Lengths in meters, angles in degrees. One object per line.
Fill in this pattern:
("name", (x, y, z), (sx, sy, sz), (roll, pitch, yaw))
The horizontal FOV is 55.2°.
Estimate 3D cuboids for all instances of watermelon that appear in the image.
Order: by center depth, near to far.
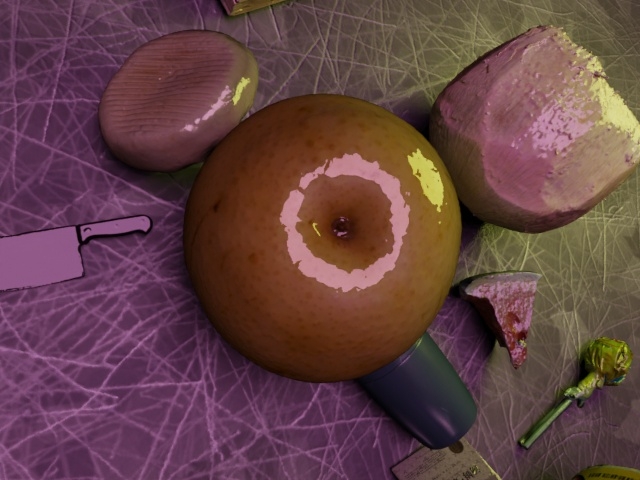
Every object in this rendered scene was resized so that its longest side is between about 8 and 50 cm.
("watermelon", (0.299, 0.107, 0.977), (0.121, 0.098, 0.158), (-33, 88, -11))

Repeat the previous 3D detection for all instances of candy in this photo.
("candy", (0.424, 0.257, 1.016), (0.262, 0.073, 0.077), (-36, 120, -19))

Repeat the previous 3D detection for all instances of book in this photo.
("book", (0.202, 0.361, 0.860), (0.127, 0.014, 0.182), (-22, 48, -25))

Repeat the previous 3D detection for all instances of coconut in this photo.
("coconut", (0.301, -0.147, 0.930), (0.254, 0.297, 0.297), (-38, 95, 3))

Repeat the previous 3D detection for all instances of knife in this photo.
("knife", (-0.331, 0.017, 0.773), (0.245, 0.019, 0.072), (-12, 85, -21))

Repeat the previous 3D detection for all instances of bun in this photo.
("bun", (-0.177, -0.173, 0.808), (0.222, 0.127, 0.222), (-6, 59, 10))

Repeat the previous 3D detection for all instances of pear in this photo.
("pear", (0.000, 0.000, 0.750), (0.348, 0.348, 0.348), (5, 76, -22))

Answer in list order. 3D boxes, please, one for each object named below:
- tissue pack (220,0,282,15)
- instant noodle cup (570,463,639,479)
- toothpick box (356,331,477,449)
("tissue pack", (-0.140, -0.518, 0.940), (0.170, 0.071, 0.325), (-29, 91, -27))
("instant noodle cup", (0.415, 0.488, 0.833), (0.326, 0.325, 0.254), (52, 56, -5))
("toothpick box", (0.134, 0.203, 0.870), (0.120, 0.120, 0.184), (-43, 100, -25))
